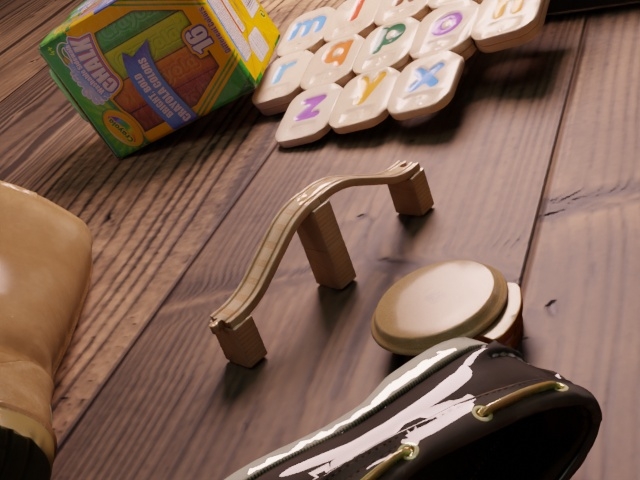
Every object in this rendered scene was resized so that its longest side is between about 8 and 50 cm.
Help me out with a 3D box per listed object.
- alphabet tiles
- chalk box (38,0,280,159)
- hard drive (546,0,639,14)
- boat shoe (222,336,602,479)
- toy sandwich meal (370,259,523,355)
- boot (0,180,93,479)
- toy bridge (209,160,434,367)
[{"bbox_3d":[0.072,-0.188,0.858,0.284,0.021,0.278,-10,42,34],"label":"alphabet tiles"},{"bbox_3d":[-0.168,-0.178,0.923,0.213,0.132,0.132,-25,25,22],"label":"chalk box"},{"bbox_3d":[0.339,-0.291,0.886,0.338,0.064,0.237,-1,34,31],"label":"hard drive"},{"bbox_3d":[0.017,0.113,0.365,0.227,0.081,0.068,-35,27,-30],"label":"boat shoe"},{"bbox_3d":[0.069,0.041,0.518,0.085,0.029,0.086,-20,27,11],"label":"toy sandwich meal"},{"bbox_3d":[-0.256,0.032,0.582,0.089,0.236,0.269,-53,25,18],"label":"boot"},{"bbox_3d":[0.000,0.000,0.594,0.026,0.063,0.188,12,41,44],"label":"toy bridge"}]
